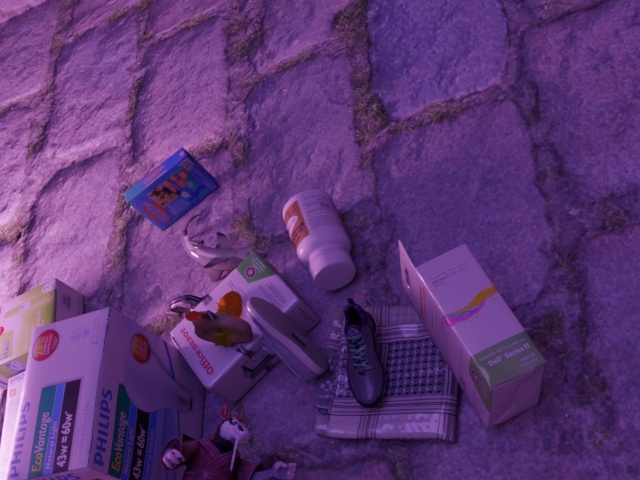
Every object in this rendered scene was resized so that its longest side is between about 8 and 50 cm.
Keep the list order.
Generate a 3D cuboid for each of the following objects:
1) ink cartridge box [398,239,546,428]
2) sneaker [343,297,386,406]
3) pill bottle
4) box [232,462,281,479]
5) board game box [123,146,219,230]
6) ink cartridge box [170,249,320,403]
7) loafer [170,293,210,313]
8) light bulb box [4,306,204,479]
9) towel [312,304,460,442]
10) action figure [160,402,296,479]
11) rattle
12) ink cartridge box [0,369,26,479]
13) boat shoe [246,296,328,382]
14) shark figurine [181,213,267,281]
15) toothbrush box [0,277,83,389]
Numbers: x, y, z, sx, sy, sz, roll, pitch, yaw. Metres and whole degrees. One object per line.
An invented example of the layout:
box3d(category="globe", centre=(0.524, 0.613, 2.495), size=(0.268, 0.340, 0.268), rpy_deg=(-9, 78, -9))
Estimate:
box3d(category="ink cartridge box", centre=(0.282, 0.155, 1.524), size=(0.119, 0.207, 0.353), rpy_deg=(-24, 56, -7))
box3d(category="sneaker", centre=(0.076, 0.232, 1.644), size=(0.083, 0.098, 0.224), rpy_deg=(-20, 50, 16))
box3d(category="pill bottle", centre=(0.000, 0.000, 1.875), size=(0.131, 0.131, 0.229), rpy_deg=(-31, 50, 11))
box3d(category="box", centre=(-0.150, 0.615, 1.587), size=(0.213, 0.117, 0.243), rpy_deg=(-33, 51, 10))
box3d(category="board game box", centre=(-0.410, -0.139, 2.190), size=(0.210, 0.160, 0.047), rpy_deg=(-37, 49, 5))
box3d(category="ink cartridge box", centre=(-0.180, 0.201, 1.861), size=(0.289, 0.121, 0.211), rpy_deg=(-44, 50, -1))
box3d(category="loafer", centre=(-0.312, 0.173, 2.001), size=(0.170, 0.062, 0.061), rpy_deg=(-7, 63, 29))
box3d(category="light bulb box", centre=(-0.453, 0.393, 1.748), size=(0.225, 0.361, 0.358), rpy_deg=(-16, 55, 22))
box3d(category="towel", centre=(0.139, 0.269, 1.673), size=(0.324, 0.056, 0.312), rpy_deg=(-6, 59, 29))
box3d(category="action figure", centre=(-0.217, 0.502, 1.545), size=(0.276, 0.248, 0.370), rpy_deg=(-53, 14, 52))
box3d(category="rattle", centre=(-0.219, 0.142, 1.708), size=(0.130, 0.200, 0.143), rpy_deg=(6, 66, 31))
box3d(category="ink cartridge box", centre=(-0.676, 0.453, 2.038), size=(0.324, 0.071, 0.330), rpy_deg=(-24, 49, 17))
box3d(category="boat shoe", centre=(-0.088, 0.222, 1.719), size=(0.227, 0.079, 0.081), rpy_deg=(44, 114, 0))
box3d(category="shark figurine", centre=(-0.293, 0.045, 2.050), size=(0.278, 0.116, 0.166), rpy_deg=(22, 40, 30))
box3d(category="toothbrush box", centre=(-0.807, 0.262, 2.201), size=(0.283, 0.122, 0.206), rpy_deg=(-24, 52, 18))
